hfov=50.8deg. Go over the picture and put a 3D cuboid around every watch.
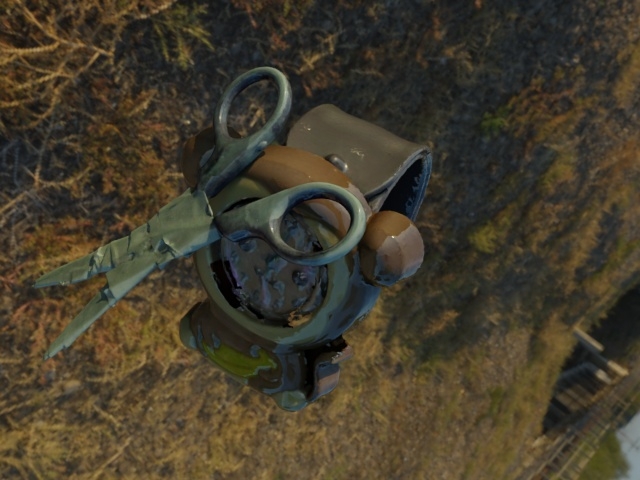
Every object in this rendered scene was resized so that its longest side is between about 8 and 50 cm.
[{"bbox_3d":[0.000,0.000,0.907,0.327,0.314,0.335,-31,144,-59],"label":"watch"}]

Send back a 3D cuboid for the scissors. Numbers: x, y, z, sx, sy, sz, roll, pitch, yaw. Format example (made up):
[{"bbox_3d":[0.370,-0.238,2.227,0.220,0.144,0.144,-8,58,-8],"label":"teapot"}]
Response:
[{"bbox_3d":[-0.155,-0.005,0.725,0.383,0.256,0.029,-33,154,5],"label":"scissors"}]
